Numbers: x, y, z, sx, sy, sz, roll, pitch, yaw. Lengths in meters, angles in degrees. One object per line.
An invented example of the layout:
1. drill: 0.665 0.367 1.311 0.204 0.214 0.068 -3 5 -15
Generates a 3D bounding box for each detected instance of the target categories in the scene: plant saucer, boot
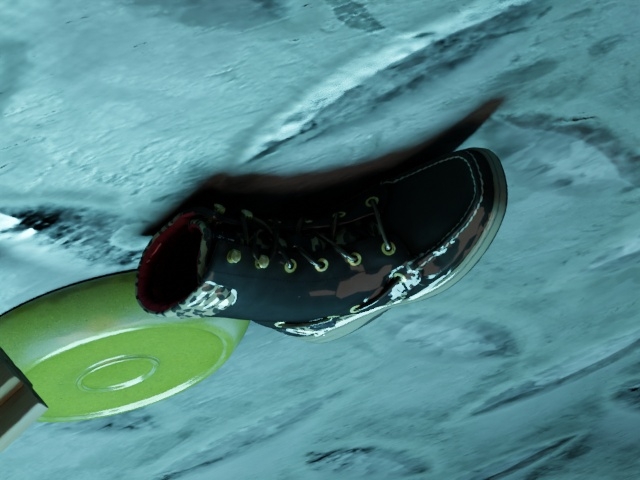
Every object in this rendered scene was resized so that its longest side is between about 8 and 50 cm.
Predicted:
1. plant saucer: -0.162 0.090 1.502 0.241 0.037 0.241 -15 159 -6
2. boot: 0.000 0.002 1.349 0.179 0.085 0.236 8 147 -43

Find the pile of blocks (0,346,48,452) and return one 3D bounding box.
1. pile of blocks: -0.377 0.142 1.314 0.362 0.149 0.112 -20 158 7
